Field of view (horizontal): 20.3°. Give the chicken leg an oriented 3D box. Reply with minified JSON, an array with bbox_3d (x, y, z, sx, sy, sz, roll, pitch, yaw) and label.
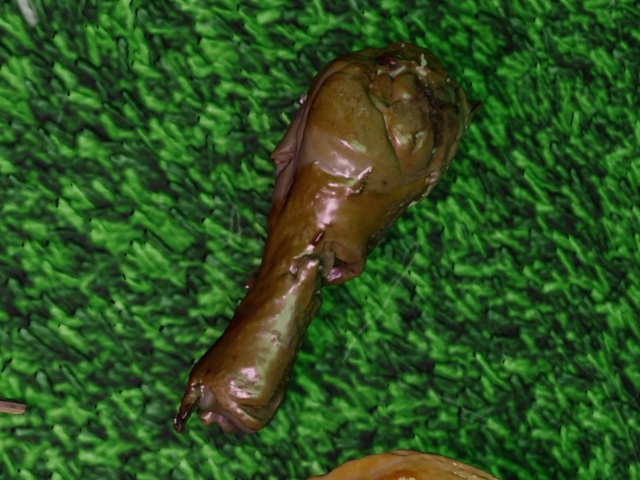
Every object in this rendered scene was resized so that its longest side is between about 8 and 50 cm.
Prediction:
[{"bbox_3d":[0.000,0.000,1.614,0.153,0.201,0.429,25,76,13],"label":"chicken leg"}]

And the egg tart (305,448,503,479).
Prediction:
[{"bbox_3d":[0.072,0.352,1.557,0.341,0.132,0.341,0,81,2],"label":"egg tart"}]

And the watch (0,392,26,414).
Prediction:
[{"bbox_3d":[-0.366,0.049,1.486,0.268,0.102,0.164,14,74,-28],"label":"watch"}]
